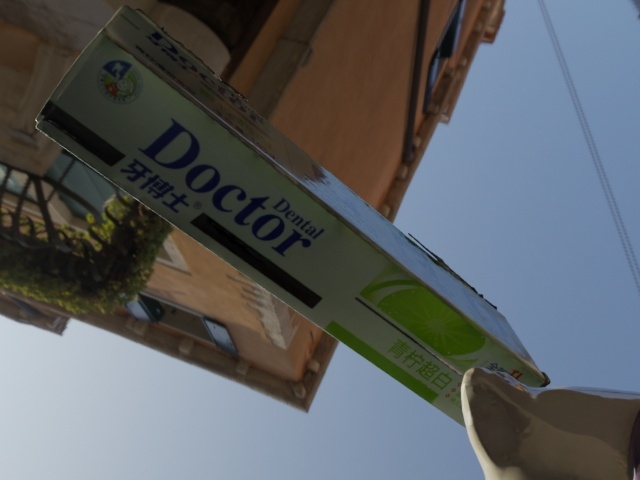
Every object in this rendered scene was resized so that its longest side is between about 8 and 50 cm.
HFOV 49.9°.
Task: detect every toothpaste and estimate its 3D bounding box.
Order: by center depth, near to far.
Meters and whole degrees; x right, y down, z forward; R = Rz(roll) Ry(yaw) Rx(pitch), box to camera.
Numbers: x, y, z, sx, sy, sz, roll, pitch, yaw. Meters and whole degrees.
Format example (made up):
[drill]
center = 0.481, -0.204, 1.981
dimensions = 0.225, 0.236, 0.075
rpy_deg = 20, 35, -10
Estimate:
[toothpaste]
center = 0.000, 0.000, 0.416
dimensions = 0.067, 0.337, 0.081
rpy_deg = -47, -156, 14

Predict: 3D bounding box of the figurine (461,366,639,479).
[figurine]
center = 0.159, 0.060, 0.262
dimensions = 0.193, 0.420, 0.154
rpy_deg = 23, -136, 18
